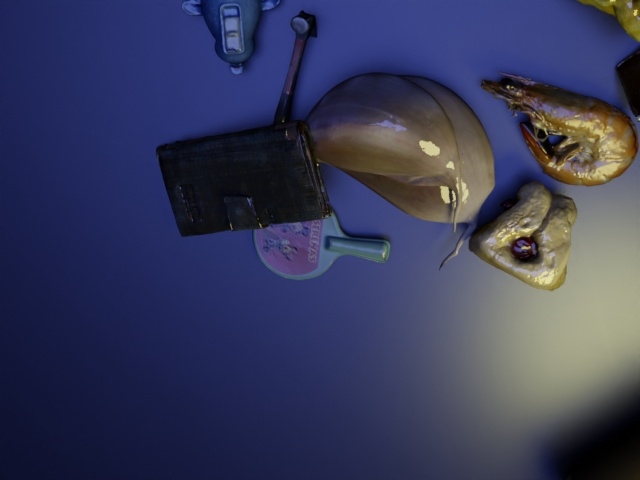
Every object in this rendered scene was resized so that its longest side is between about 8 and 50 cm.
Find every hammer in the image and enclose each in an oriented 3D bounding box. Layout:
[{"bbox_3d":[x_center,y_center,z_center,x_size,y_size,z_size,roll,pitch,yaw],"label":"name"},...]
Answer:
[{"bbox_3d":[-0.056,-0.240,1.637,0.033,0.111,0.288,18,112,4],"label":"hammer"}]

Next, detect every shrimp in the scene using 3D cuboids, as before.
[{"bbox_3d":[0.386,-0.180,1.628,0.287,0.063,0.152,21,115,-1],"label":"shrimp"}]

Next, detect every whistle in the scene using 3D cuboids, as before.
[{"bbox_3d":[-0.149,-0.407,1.610,0.180,0.093,0.269,-3,97,-1],"label":"whistle"}]

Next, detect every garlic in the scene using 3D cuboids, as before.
[{"bbox_3d":[0.142,-0.135,1.571,0.340,0.231,0.246,41,100,1],"label":"garlic"}]

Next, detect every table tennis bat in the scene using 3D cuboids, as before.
[{"bbox_3d":[0.000,0.000,1.715,0.244,0.040,0.153,10,103,7],"label":"table tennis bat"}]

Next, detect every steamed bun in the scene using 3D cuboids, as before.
[{"bbox_3d":[0.351,-0.016,1.627,0.172,0.141,0.155,27,100,2],"label":"steamed bun"}]

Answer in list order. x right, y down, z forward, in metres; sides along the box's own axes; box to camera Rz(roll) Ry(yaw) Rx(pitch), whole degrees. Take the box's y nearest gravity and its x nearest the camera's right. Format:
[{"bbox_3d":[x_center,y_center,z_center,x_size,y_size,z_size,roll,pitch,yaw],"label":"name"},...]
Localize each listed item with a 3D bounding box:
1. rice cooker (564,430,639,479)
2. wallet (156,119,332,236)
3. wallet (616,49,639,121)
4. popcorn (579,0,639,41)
[{"bbox_3d":[0.605,0.464,1.626,0.325,0.335,0.335,-36,98,11],"label":"rice cooker"},{"bbox_3d":[-0.134,-0.098,1.628,0.317,0.044,0.169,-5,106,35],"label":"wallet"},{"bbox_3d":[0.579,-0.287,1.533,0.232,0.122,0.031,-32,142,33],"label":"wallet"},{"bbox_3d":[0.499,-0.410,1.489,0.226,0.203,0.200,23,110,-10],"label":"popcorn"}]
